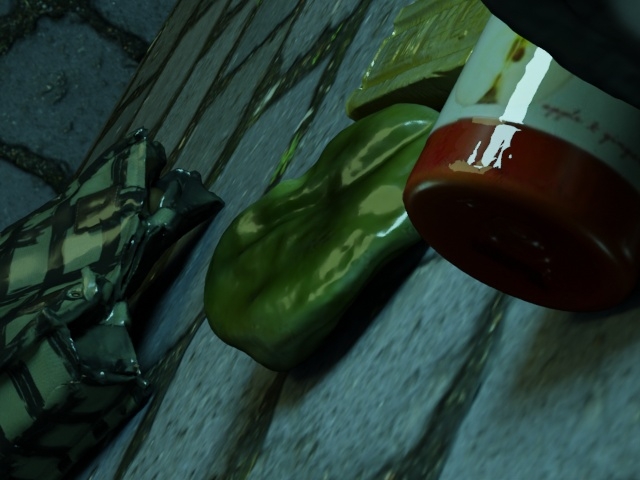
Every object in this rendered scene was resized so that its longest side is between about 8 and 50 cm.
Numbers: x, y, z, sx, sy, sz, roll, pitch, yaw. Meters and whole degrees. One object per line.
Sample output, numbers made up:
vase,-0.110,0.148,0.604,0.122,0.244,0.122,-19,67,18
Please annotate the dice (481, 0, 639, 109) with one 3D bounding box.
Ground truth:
dice,0.160,-0.144,0.585,0.183,0.182,0.181,-62,15,-17

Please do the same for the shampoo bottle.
shampoo bottle,0.138,-0.110,0.752,0.278,0.104,0.104,-62,14,-22

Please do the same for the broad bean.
broad bean,0.003,0.001,1.051,0.206,0.072,0.153,-42,32,43

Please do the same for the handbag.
handbag,-0.255,0.088,1.585,0.327,0.162,0.325,-40,23,35

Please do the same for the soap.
soap,0.083,-0.127,1.135,0.092,0.037,0.252,-58,13,-11
